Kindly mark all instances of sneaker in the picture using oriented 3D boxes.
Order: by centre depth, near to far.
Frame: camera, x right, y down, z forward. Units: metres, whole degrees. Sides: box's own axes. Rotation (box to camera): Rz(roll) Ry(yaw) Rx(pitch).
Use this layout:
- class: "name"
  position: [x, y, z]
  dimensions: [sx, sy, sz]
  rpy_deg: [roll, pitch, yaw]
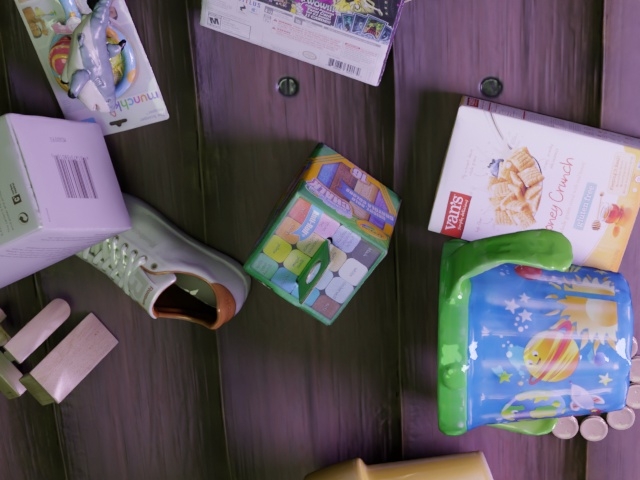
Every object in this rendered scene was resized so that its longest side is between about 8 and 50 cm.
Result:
- class: "sneaker"
  position: [-0.235, 0.024, 1.661]
  dimensions: [0.290, 0.123, 0.106]
  rpy_deg: [24, 118, 3]

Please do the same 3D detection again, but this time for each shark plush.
- class: "shark plush"
  position: [-0.266, -0.235, 1.545]
  dimensions: [0.067, 0.073, 0.161]
  rpy_deg: [7, 98, -22]

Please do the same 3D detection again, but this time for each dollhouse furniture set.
- class: "dollhouse furniture set"
  position: [-0.399, 0.141, 1.798]
  dimensions: [0.144, 0.123, 0.151]
  rpy_deg: [50, 148, -12]

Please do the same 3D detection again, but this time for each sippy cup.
- class: "sippy cup"
  position: [0.256, 0.118, 1.545]
  dimensions: [0.224, 0.305, 0.240]
  rpy_deg: [0, 84, 8]

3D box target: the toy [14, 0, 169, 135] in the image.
- class: "toy"
  position: [-0.296, -0.236, 1.592]
  dimensions: [0.137, 0.056, 0.237]
  rpy_deg: [-12, 111, 17]

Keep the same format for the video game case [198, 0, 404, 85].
- class: "video game case"
  position: [-0.019, -0.288, 1.468]
  dimensions: [0.232, 0.042, 0.210]
  rpy_deg: [19, 148, 3]

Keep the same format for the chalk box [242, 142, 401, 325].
- class: "chalk box"
  position: [0.000, 0.000, 1.552]
  dimensions: [0.132, 0.213, 0.132]
  rpy_deg: [35, 115, -5]

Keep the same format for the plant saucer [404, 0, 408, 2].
- class: "plant saucer"
  position: [0.057, -0.387, 1.465]
  dimensions: [0.241, 0.037, 0.241]
  rpy_deg: [4, 115, 9]

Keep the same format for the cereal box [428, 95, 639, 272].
- class: "cereal box"
  position: [0.265, -0.064, 1.562]
  dimensions: [0.240, 0.047, 0.173]
  rpy_deg: [14, 117, 4]

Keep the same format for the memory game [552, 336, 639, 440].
- class: "memory game"
  position: [0.340, 0.182, 1.678]
  dimensions: [0.186, 0.012, 0.186]
  rpy_deg: [4, 115, 9]

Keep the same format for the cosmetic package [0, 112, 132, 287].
- class: "cosmetic package"
  position: [-0.449, -0.015, 1.613]
  dimensions: [0.365, 0.197, 0.155]
  rpy_deg: [-21, 82, 22]

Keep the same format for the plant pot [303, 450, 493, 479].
- class: "plant pot"
  position: [0.128, 0.394, 1.699]
  dimensions: [0.239, 0.254, 0.254]
  rpy_deg: [-18, 110, 2]
